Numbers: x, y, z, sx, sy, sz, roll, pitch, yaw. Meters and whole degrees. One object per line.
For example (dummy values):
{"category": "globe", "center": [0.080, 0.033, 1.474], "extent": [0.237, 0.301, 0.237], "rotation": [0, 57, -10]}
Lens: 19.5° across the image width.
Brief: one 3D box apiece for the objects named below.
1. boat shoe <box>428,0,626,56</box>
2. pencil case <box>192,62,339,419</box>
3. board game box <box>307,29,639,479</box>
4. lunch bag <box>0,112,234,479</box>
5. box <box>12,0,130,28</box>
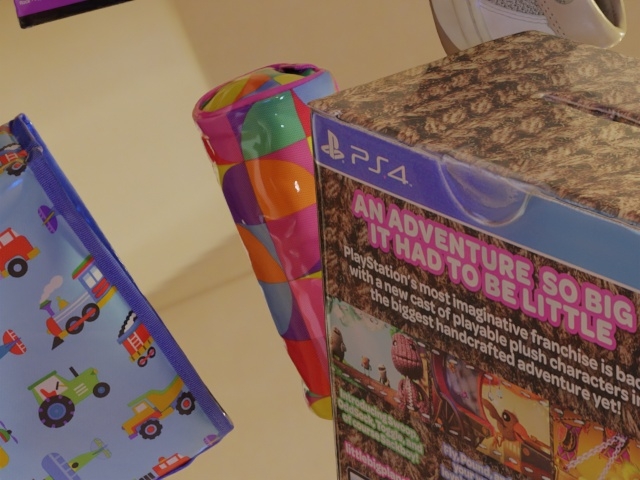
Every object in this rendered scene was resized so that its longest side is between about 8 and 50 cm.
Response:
{"category": "boat shoe", "center": [0.089, -0.238, 0.972], "extent": [0.109, 0.098, 0.302], "rotation": [-18, 95, -58]}
{"category": "pencil case", "center": [0.000, 0.000, 1.202], "extent": [0.104, 0.104, 0.236], "rotation": [-119, -173, -72]}
{"category": "board game box", "center": [0.128, 0.080, 0.828], "extent": [0.232, 0.141, 0.291], "rotation": [25, -53, 47]}
{"category": "lunch bag", "center": [-0.212, 0.100, 1.291], "extent": [0.293, 0.221, 0.138], "rotation": [58, -3, -21]}
{"category": "box", "center": [-0.162, -0.232, 1.227], "extent": [0.029, 0.116, 0.162], "rotation": [-133, -151, -69]}
